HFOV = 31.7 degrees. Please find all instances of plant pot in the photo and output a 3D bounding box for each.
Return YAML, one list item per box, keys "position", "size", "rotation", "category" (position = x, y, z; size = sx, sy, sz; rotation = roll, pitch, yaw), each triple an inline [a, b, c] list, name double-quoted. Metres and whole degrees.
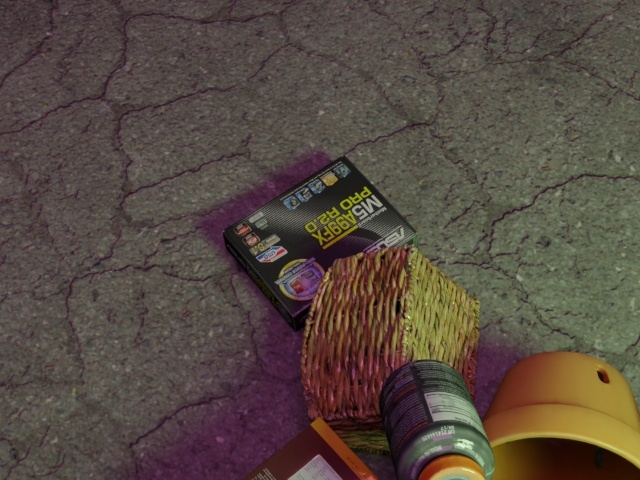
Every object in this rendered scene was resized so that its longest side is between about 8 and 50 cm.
- position: [0.351, 0.299, 1.642]
  size: [0.290, 0.291, 0.203]
  rotation: [8, 43, 8]
  category: "plant pot"

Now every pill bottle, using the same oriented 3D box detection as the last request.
- position: [0.156, 0.270, 1.500]
  size: [0.130, 0.130, 0.246]
  rotation: [-7, 23, -2]
  category: "pill bottle"

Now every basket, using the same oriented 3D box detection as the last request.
- position: [0.110, 0.191, 1.808]
  size: [0.213, 0.223, 0.299]
  rotation: [-14, 55, 34]
  category: "basket"

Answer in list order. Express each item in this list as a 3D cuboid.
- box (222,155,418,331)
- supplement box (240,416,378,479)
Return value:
- position: [0.000, 0.000, 1.959]
  size: [0.270, 0.060, 0.216]
  rotation: [-33, 61, -16]
  category: "box"
- position: [-0.029, 0.396, 1.635]
  size: [0.194, 0.191, 0.129]
  rotation: [-36, 63, -19]
  category: "supplement box"
